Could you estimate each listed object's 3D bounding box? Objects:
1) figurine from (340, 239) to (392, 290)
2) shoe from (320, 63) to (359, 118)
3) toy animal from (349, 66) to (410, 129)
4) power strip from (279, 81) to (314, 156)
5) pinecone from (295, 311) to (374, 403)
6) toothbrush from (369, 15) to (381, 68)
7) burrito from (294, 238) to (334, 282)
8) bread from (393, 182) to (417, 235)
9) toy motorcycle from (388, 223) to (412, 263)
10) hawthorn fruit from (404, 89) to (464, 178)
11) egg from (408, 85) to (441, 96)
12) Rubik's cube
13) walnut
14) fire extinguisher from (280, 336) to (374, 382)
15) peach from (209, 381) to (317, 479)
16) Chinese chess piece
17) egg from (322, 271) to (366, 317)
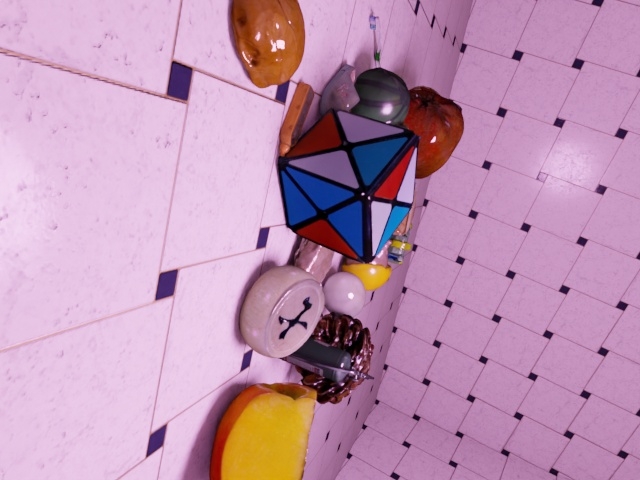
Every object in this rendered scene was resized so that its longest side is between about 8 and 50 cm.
[{"bbox_3d":[0.171,0.016,1.749,0.215,0.187,0.343,-61,155,-66],"label":"figurine"},{"bbox_3d":[0.063,-0.379,1.240,0.079,0.078,0.195,80,29,-53],"label":"shoe"},{"bbox_3d":[0.171,-0.328,1.410,0.216,0.191,0.338,-44,145,-55],"label":"toy animal"},{"bbox_3d":[-0.056,-0.269,1.071,0.049,0.028,0.178,43,65,-70],"label":"power strip"},{"bbox_3d":[0.040,0.374,1.560,0.298,0.242,0.295,-59,148,-32],"label":"pinecone"},{"bbox_3d":[0.181,-0.570,1.488,0.304,0.030,0.030,62,48,-65],"label":"toothbrush"},{"bbox_3d":[0.000,-0.004,1.350,0.175,0.107,0.347,88,25,-75],"label":"burrito"},{"bbox_3d":[0.267,-0.136,1.849,0.109,0.192,0.209,-62,157,-49],"label":"bread"},{"bbox_3d":[0.278,-0.004,2.019,0.326,0.200,0.191,-12,117,-81],"label":"toy motorcycle"},{"bbox_3d":[0.333,-0.360,1.674,0.308,0.309,0.324,-50,140,-50],"label":"hawthorn fruit"},{"bbox_3d":[0.381,-0.491,1.878,0.233,0.195,0.195,-51,154,-21],"label":"egg"},{"bbox_3d":[0.070,-0.133,1.159,0.250,0.247,0.248,-51,152,-30],"label":"Rubik's cube"},{"bbox_3d":[-0.073,-0.364,0.850,0.211,0.087,0.167,70,36,-61],"label":"walnut"},{"bbox_3d":[0.003,0.327,1.324,0.093,0.295,0.118,-69,160,-9],"label":"fire extinguisher"},{"bbox_3d":[-0.145,0.542,1.184,0.306,0.243,0.380,119,-22,-78],"label":"peach"},{"bbox_3d":[-0.088,0.170,1.165,0.238,0.092,0.237,-31,133,-40],"label":"Chinese chess piece"},{"bbox_3d":[0.082,0.193,1.664,0.209,0.151,0.151,85,28,-59],"label":"egg"}]
